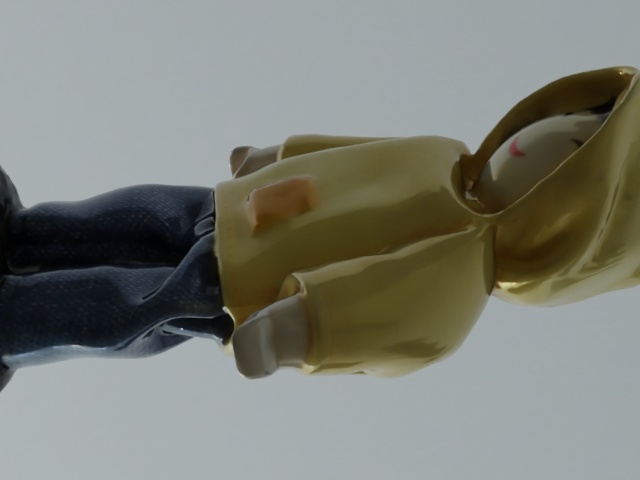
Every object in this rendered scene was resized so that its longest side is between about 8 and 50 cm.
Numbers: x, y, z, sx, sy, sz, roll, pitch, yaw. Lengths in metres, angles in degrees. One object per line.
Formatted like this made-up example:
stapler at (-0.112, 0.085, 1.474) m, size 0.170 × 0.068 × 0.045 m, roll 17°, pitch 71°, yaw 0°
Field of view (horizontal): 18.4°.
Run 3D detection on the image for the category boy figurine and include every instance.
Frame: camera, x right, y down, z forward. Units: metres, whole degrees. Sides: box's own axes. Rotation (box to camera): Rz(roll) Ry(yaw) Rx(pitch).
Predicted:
boy figurine at (0.000, 0.000, 0.743) m, size 0.285 × 0.177 × 0.092 m, roll -8°, pitch -66°, yaw 7°
